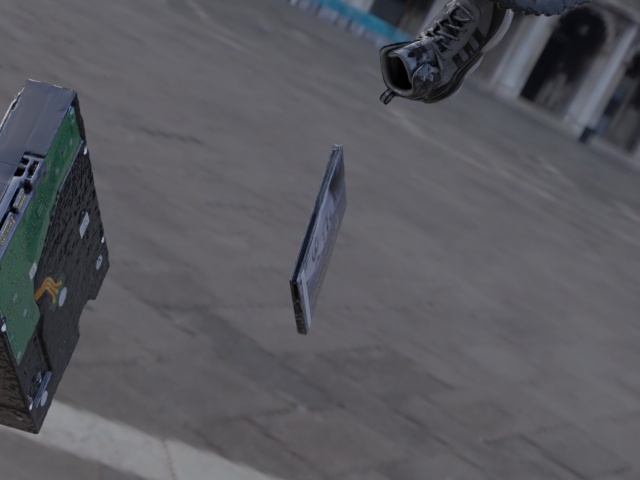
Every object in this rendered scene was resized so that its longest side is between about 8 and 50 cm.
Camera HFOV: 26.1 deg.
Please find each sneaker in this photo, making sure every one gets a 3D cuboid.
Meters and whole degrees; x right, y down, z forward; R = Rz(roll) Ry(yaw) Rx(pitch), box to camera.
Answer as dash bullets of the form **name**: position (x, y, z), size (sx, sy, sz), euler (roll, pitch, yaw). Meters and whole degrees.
- **sneaker**: position (0.185, -0.303, 2.092), size (0.153, 0.269, 0.101), euler (-19, 60, -44)

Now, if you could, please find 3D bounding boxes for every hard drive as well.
- **hard drive**: position (-0.302, 0.026, 1.441), size (0.064, 0.237, 0.339), euler (14, -31, 6)

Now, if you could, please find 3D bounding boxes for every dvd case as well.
- **dvd case**: position (0.000, 0.000, 1.917), size (0.018, 0.221, 0.164), euler (13, -28, 10)

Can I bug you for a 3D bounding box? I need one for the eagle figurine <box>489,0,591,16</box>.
- **eagle figurine**: position (0.341, -0.427, 1.836), size (0.225, 0.298, 0.226), euler (66, 19, 4)
